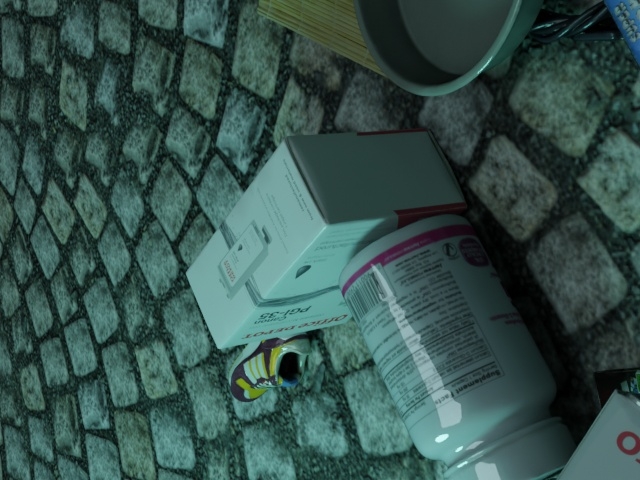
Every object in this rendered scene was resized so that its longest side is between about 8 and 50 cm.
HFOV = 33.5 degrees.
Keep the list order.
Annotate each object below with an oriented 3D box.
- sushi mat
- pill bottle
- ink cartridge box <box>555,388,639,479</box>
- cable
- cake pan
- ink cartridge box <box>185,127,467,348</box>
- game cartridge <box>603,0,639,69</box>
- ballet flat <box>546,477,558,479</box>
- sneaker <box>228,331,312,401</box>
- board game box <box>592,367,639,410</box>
[{"bbox_3d":[0.028,-0.303,1.279,0.316,0.019,0.151,36,124,42],"label":"sushi mat"},{"bbox_3d":[0.146,0.129,1.113,0.160,0.160,0.283,-46,62,46],"label":"pill bottle"},{"bbox_3d":[0.272,0.313,0.893,0.226,0.131,0.306,36,97,28],"label":"ink cartridge box"},{"bbox_3d":[0.239,-0.262,0.998,0.184,0.047,0.150,14,109,50],"label":"cable"},{"bbox_3d":[0.130,-0.293,1.070,0.293,0.054,0.293,13,105,58],"label":"cake pan"},{"bbox_3d":[0.000,0.000,1.231,0.283,0.207,0.117,-49,59,46],"label":"ink cartridge box"},{"bbox_3d":[0.323,-0.259,0.852,0.230,0.068,0.355,-34,71,34],"label":"game cartridge"},{"bbox_3d":[0.289,0.369,0.992,0.106,0.107,0.316,-35,71,37],"label":"ballet flat"},{"bbox_3d":[-0.070,0.182,1.474,0.084,0.070,0.185,59,139,33],"label":"sneaker"},{"bbox_3d":[0.342,0.245,0.998,0.136,0.030,0.259,-14,87,50],"label":"board game box"}]
